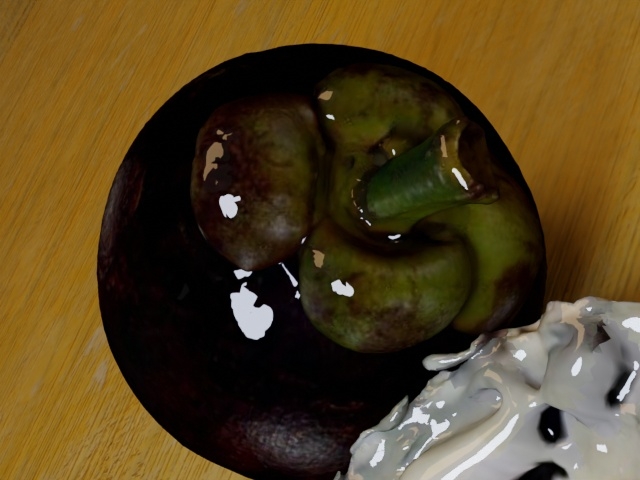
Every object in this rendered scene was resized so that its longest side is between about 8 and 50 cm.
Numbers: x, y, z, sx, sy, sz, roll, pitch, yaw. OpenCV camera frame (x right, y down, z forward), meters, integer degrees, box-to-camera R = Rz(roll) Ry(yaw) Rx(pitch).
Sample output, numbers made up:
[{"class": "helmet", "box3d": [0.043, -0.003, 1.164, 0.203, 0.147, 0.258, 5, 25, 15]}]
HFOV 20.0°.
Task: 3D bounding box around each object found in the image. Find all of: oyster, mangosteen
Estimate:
[{"class": "oyster", "box3d": [0.110, 0.170, 0.975, 0.351, 0.114, 0.238, -47, 33, 27]}, {"class": "mangosteen", "box3d": [-0.009, 0.011, 1.145, 0.297, 0.313, 0.297, -5, 76, 21]}]
